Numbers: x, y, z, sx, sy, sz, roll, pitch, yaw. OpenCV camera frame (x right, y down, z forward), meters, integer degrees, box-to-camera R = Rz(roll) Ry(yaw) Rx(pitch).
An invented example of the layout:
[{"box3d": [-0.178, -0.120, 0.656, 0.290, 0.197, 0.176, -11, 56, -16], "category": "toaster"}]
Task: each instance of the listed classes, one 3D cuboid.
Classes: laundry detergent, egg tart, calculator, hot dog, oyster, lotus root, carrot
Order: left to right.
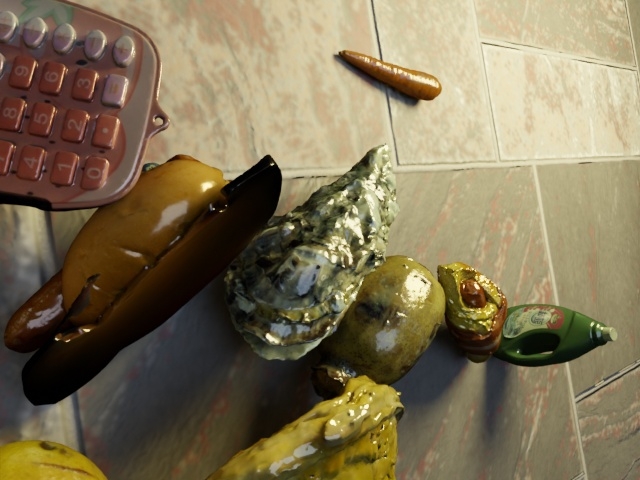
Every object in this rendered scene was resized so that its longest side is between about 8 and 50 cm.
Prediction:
[{"box3d": [-0.309, -0.135, 0.470, 0.330, 0.048, 0.219, 9, 76, -5], "category": "calculator"}, {"box3d": [-0.198, 0.010, 0.524, 0.326, 0.194, 0.107, -39, 74, -23], "category": "hot dog"}, {"box3d": [-0.022, 0.285, 0.528, 0.342, 0.341, 0.132, -15, 55, -35], "category": "egg tart"}, {"box3d": [0.005, -0.001, 0.666, 0.162, 0.158, 0.350, 40, 63, -4], "category": "oyster"}, {"box3d": [0.069, 0.129, 0.706, 0.278, 0.154, 0.154, -45, 109, -29], "category": "lotus root"}, {"box3d": [0.123, -0.288, 0.865, 0.217, 0.048, 0.048, 10, 78, -29], "category": "carrot"}, {"box3d": [0.260, 0.120, 0.824, 0.261, 0.093, 0.123, 50, 43, -49], "category": "hot dog"}, {"box3d": [0.418, 0.174, 0.905, 0.137, 0.211, 0.063, -46, 110, -29], "category": "laundry detergent"}]

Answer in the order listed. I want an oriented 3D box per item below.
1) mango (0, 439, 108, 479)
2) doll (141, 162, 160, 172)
[{"box3d": [-0.248, 0.306, 0.429, 0.167, 0.130, 0.261, 10, 46, -61], "category": "mango"}, {"box3d": [-0.186, -0.039, 0.623, 0.037, 0.027, 0.125, -35, 104, -33], "category": "doll"}]
